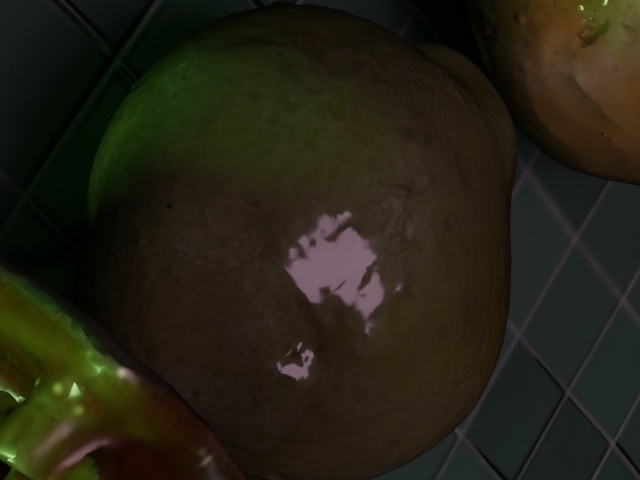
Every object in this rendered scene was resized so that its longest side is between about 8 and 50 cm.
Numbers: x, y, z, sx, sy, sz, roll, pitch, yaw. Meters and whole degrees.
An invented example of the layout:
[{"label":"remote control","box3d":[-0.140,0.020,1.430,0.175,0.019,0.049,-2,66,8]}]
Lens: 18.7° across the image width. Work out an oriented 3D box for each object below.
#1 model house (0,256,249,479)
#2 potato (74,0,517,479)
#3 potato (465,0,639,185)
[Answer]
[{"label":"model house","box3d":[-0.132,0.132,0.608,0.229,0.199,0.219,-54,139,-19]},{"label":"potato","box3d":[0.000,0.000,0.743,0.235,0.160,0.178,-34,147,-56]},{"label":"potato","box3d":[0.150,-0.109,0.882,0.150,0.146,0.234,-31,159,20]}]
